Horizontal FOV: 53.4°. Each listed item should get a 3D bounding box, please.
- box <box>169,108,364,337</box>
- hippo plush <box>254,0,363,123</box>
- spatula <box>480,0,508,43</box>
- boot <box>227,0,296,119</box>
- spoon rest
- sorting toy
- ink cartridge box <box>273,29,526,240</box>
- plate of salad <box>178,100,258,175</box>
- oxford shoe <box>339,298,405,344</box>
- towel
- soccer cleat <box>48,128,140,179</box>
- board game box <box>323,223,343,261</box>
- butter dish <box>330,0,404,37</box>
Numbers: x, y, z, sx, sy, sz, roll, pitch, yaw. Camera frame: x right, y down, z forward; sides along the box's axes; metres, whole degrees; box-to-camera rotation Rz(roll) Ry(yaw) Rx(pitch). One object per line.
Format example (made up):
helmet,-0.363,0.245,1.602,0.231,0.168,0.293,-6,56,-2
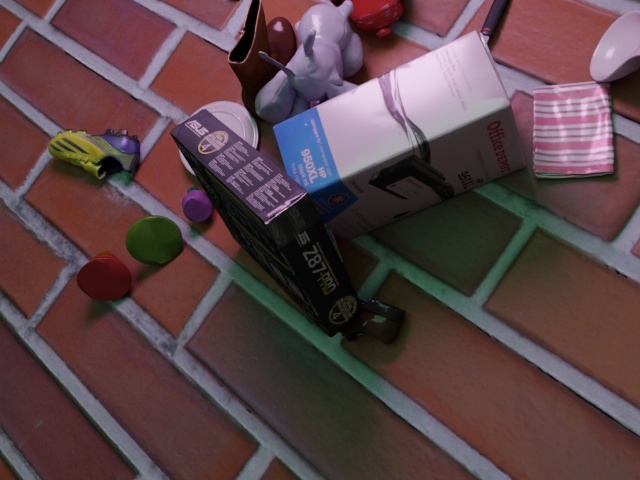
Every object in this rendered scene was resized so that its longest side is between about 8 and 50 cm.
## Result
box,-0.105,-0.037,1.183,0.097,0.318,0.395,-38,44,-11
hippo plush,-0.023,-0.375,1.349,0.234,0.294,0.237,-14,54,30
spatula,0.337,-0.401,1.324,0.084,0.030,0.296,20,82,26
boot,-0.131,-0.434,1.381,0.096,0.280,0.264,20,77,10
spoon rest,0.560,-0.334,1.110,0.137,0.084,0.276,-65,18,14
sorting toy,-0.414,-0.012,1.501,0.365,0.127,0.126,-37,34,5
ink cartridge box,0.158,-0.174,1.186,0.395,0.285,0.166,-23,68,16
plate of salad,-0.239,-0.234,1.507,0.199,0.048,0.200,-3,77,11
oxford shoe,0.046,0.145,1.253,0.227,0.083,0.096,18,90,29
towel,0.478,-0.213,1.209,0.144,0.029,0.197,-2,74,22
soccer cleat,-0.589,-0.217,1.625,0.289,0.093,0.121,2,82,24
board game box,0.000,0.000,1.304,0.026,0.103,0.154,-13,65,-17
butter dish,0.123,-0.505,1.398,0.160,0.160,0.118,-20,90,17
